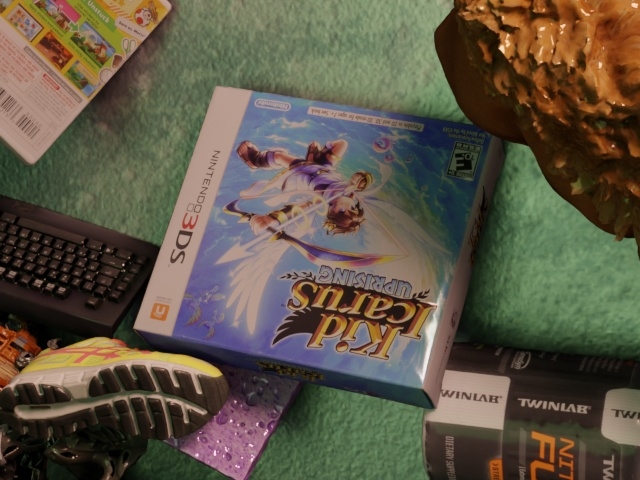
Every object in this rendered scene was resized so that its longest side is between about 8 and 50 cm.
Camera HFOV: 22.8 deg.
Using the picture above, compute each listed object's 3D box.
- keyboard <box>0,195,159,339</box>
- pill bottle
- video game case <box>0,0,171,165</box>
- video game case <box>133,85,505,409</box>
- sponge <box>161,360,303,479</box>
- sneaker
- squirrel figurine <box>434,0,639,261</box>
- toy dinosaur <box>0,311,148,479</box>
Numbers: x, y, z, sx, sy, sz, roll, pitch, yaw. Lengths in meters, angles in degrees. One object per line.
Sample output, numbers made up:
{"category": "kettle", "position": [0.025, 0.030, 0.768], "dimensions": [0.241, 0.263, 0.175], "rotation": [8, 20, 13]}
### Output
{"category": "keyboard", "position": [-0.330, 0.031, 1.510], "dimensions": [0.317, 0.201, 0.033], "rotation": [16, 142, 17]}
{"category": "pill bottle", "position": [0.219, 0.161, 1.356], "dimensions": [0.246, 0.130, 0.130], "rotation": [5, 99, 19]}
{"category": "video game case", "position": [-0.277, -0.217, 1.423], "dimensions": [0.227, 0.026, 0.206], "rotation": [45, 71, -19]}
{"category": "video game case", "position": [0.000, 0.000, 1.384], "dimensions": [0.270, 0.061, 0.244], "rotation": [10, 71, 19]}
{"category": "sponge", "position": [-0.069, 0.105, 1.447], "dimensions": [0.117, 0.031, 0.210], "rotation": [28, 76, 10]}
{"category": "sneaker", "position": [-0.177, 0.119, 1.400], "dimensions": [0.209, 0.094, 0.081], "rotation": [-1, 121, 15]}
{"category": "squirrel figurine", "position": [0.255, -0.063, 1.170], "dimensions": [0.281, 0.397, 0.370], "rotation": [-26, 79, 16]}
{"category": "toy dinosaur", "position": [-0.286, 0.194, 1.479], "dimensions": [0.218, 0.164, 0.322], "rotation": [18, 66, -16]}
